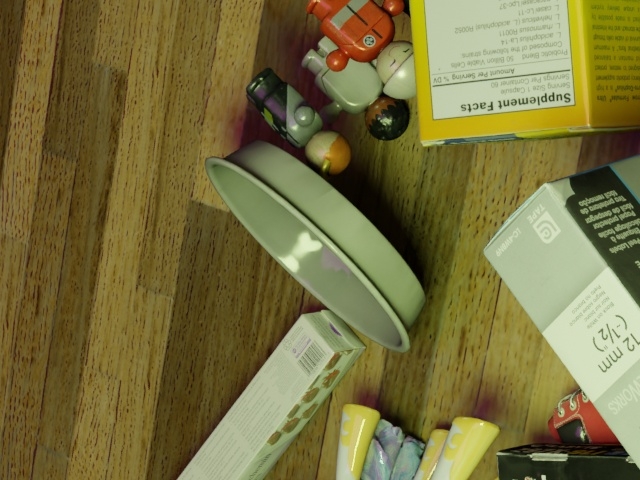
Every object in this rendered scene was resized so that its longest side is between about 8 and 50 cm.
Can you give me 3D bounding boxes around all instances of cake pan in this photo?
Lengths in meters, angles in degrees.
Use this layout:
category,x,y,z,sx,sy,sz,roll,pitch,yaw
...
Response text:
category,x,y,z,sx,sy,sz,roll,pitch,yaw
cake pan,0.000,0.000,2.023,0.293,0.293,0.054,37,78,28

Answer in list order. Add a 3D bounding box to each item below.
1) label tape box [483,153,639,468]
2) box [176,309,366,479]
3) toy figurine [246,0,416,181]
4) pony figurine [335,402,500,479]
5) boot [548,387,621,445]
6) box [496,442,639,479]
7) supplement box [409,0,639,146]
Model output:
category,x,y,z,sx,sy,sz,roll,pitch,yaw
label tape box,0.338,0.088,1.653,0.348,0.249,0.115,54,133,19
box,-0.068,0.212,2.201,0.067,0.063,0.324,49,120,24
toy figurine,0.050,-0.177,1.988,0.148,0.213,0.209,44,123,7
pony figurine,0.051,0.362,2.004,0.351,0.302,0.364,1,71,51
boot,0.288,0.119,1.914,0.176,0.088,0.244,-13,90,38
box,0.299,0.357,1.832,0.257,0.079,0.322,-6,89,47
supplement box,0.212,-0.276,1.862,0.194,0.195,0.357,-3,92,37
